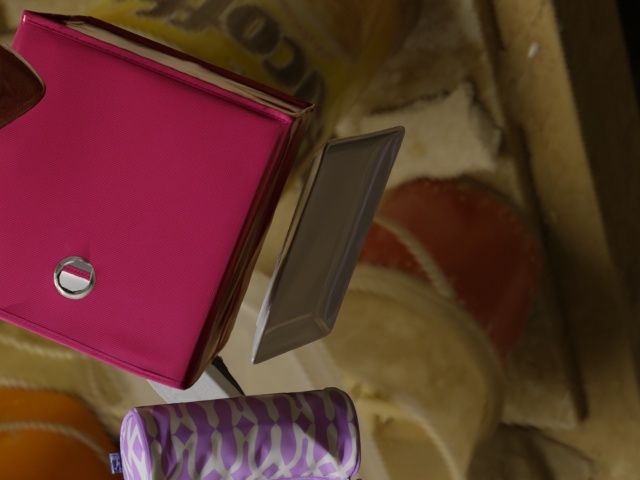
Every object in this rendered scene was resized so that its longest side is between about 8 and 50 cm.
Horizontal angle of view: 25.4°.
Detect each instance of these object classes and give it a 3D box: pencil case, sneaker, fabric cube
[{"bbox_3d":[-0.068,0.174,1.194,0.206,0.088,0.086,-5,163,-20],"label":"pencil case"},{"bbox_3d":[-0.164,0.092,1.677,0.296,0.147,0.104,44,137,-12],"label":"sneaker"},{"bbox_3d":[-0.171,-0.047,1.317,0.254,0.259,0.258,23,99,1],"label":"fabric cube"}]

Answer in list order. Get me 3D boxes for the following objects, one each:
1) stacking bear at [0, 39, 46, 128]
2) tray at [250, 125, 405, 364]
[{"bbox_3d":[-0.250,-0.151,0.580,0.164,0.175,0.289,-23,104,20],"label":"stacking bear"},{"bbox_3d":[0.000,0.000,1.509,0.030,0.145,0.270,34,119,28],"label":"tray"}]
